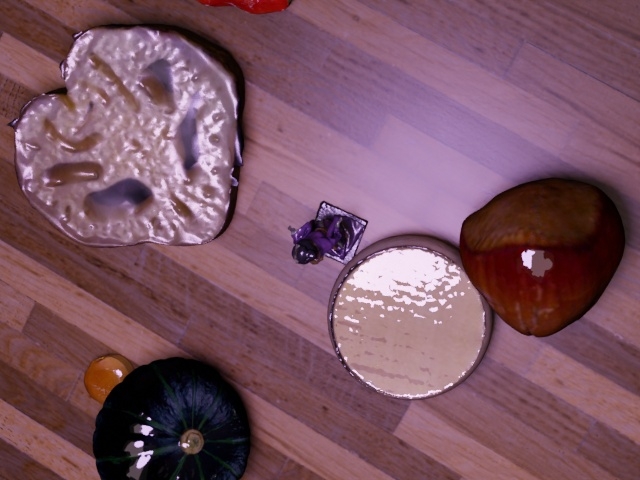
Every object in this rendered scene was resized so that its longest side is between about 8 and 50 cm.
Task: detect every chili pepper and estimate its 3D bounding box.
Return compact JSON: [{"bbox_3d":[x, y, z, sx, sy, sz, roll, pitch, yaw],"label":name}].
[{"bbox_3d":[-0.101,-0.367,1.472,0.191,0.059,0.050,0,105,10],"label":"chili pepper"}]

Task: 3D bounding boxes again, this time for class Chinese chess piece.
[{"bbox_3d":[0.133,0.116,1.461,0.250,0.103,0.249,1,97,11],"label":"Chinese chess piece"}]

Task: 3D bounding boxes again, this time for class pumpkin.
[{"bbox_3d":[-0.241,0.309,1.525,0.248,0.248,0.248,2,98,12],"label":"pumpkin"}]

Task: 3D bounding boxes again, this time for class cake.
[{"bbox_3d":[-0.348,0.229,1.609,0.084,0.044,0.084,2,100,12],"label":"cake"}]

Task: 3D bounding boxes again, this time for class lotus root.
[{"bbox_3d":[-0.280,-0.150,1.517,0.390,0.111,0.375,-39,90,11],"label":"lotus root"}]

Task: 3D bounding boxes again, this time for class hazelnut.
[{"bbox_3d":[0.317,0.022,1.360,0.229,0.229,0.229,2,98,12],"label":"hazelnut"}]

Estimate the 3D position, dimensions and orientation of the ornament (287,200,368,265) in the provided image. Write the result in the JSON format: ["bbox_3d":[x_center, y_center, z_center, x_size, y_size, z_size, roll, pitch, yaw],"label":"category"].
[{"bbox_3d":[-0.007,-0.004,1.430,0.081,0.203,0.088,24,104,16],"label":"ornament"}]
